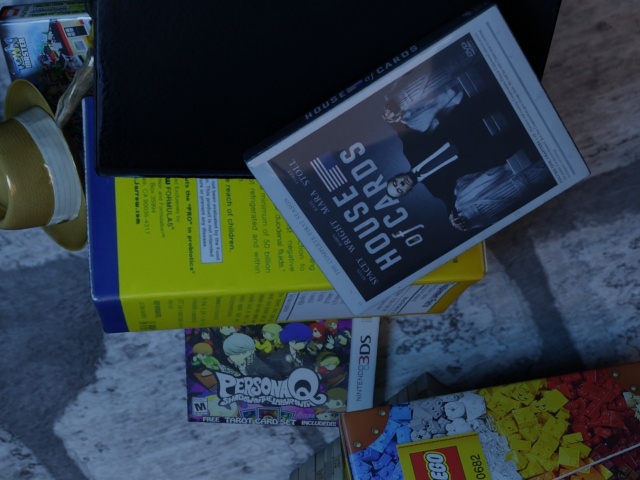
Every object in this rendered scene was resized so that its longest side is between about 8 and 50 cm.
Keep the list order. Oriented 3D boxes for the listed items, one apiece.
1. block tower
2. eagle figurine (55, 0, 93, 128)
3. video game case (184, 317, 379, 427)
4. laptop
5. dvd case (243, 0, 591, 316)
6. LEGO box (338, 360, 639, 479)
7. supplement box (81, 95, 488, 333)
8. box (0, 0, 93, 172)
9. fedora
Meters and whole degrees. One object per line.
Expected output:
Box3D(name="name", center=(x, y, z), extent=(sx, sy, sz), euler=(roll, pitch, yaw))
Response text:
Box3D(name="block tower", center=(0.058, 0.299, 1.571), extent=(0.097, 0.091, 0.335), euler=(39, 117, -25))
Box3D(name="eagle figurine", center=(-0.264, -0.295, 1.114), extent=(0.298, 0.225, 0.226), euler=(44, 77, 11))
Box3D(name="video game case", center=(-0.047, 0.134, 1.483), extent=(0.232, 0.042, 0.210), euler=(3, 125, -1))
Box3D(name="laptop", center=(0.001, -0.281, 1.045), extent=(0.382, 0.407, 0.236), euler=(0, 163, -11))
Box3D(name="dvd case", center=(0.082, -0.064, 1.035), extent=(0.239, 0.029, 0.179), euler=(-32, 115, 6))
Box3D(name="LEGO box", center=(0.228, 0.397, 1.493), extent=(0.373, 0.193, 0.500), euler=(-9, 136, -4))
Box3D(name="supplement box", center=(-0.041, -0.028, 1.198), extent=(0.357, 0.195, 0.194), euler=(-3, 167, -8))
Box3D(name="box", center=(-0.256, -0.146, 1.286), extent=(0.114, 0.036, 0.207), euler=(-4, 126, 5))
Box3D(name="fedora", center=(-0.296, -0.064, 1.220), extent=(0.079, 0.194, 0.194), euler=(-22, 132, -28))
